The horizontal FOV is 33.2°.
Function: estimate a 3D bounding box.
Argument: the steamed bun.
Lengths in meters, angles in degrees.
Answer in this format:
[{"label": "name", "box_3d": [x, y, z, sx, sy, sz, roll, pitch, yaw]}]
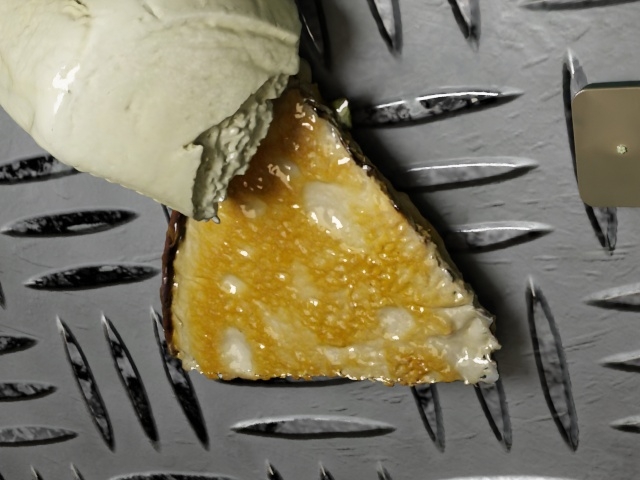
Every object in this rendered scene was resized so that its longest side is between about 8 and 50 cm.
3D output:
[{"label": "steamed bun", "box_3d": [-0.173, -0.199, 1.061, 0.290, 0.273, 0.272, 33, 98, 37]}]

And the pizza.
[{"label": "pizza", "box_3d": [-0.029, -0.013, 1.203, 0.434, 0.080, 0.392, -3, 116, 24]}]

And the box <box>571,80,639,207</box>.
[{"label": "box", "box_3d": [0.294, -0.094, 1.038, 0.091, 0.031, 0.126, 0, 118, 24]}]
